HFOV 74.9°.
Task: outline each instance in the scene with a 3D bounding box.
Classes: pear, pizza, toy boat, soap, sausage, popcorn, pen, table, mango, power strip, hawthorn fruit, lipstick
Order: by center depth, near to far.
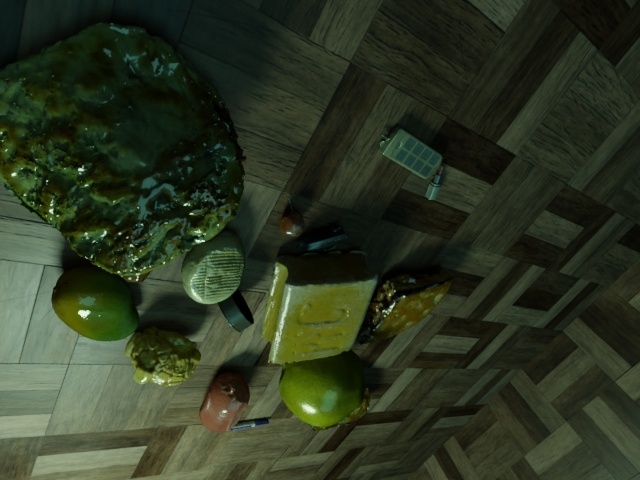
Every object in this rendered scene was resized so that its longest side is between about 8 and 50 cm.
[{"bbox_3d":[-0.517,0.155,0.980,0.156,0.114,0.251,-26,148,-19],"label":"mango"},{"bbox_3d":[-0.072,-0.061,1.065,0.066,0.066,0.103,-5,103,-24],"label":"hawthorn fruit"},{"bbox_3d":[0.235,-0.229,1.090,0.226,0.029,0.080,19,117,-37],"label":"power strip"},{"bbox_3d":[-0.423,0.309,1.125,0.194,0.163,0.140,31,86,-14],"label":"popcorn"},{"bbox_3d":[-0.231,0.178,1.126,0.043,0.133,0.134,-30,135,-2],"label":"table"},{"bbox_3d":[0.000,0.000,1.148,0.141,0.055,0.060,-16,127,-15],"label":"toy boat"},{"bbox_3d":[0.332,-0.169,1.197,0.025,0.025,0.107,-2,122,-26],"label":"lipstick"},{"bbox_3d":[-0.011,0.198,1.249,0.293,0.156,0.335,0,126,-22],"label":"soap"},{"bbox_3d":[-0.317,0.543,1.394,0.148,0.148,0.255,1,129,-28],"label":"sausage"},{"bbox_3d":[0.003,0.470,1.411,0.294,0.294,0.295,-14,133,-16],"label":"pear"},{"bbox_3d":[0.275,0.220,1.440,0.409,0.114,0.277,-43,135,10],"label":"pizza"},{"bbox_3d":[-0.298,0.725,1.638,0.204,0.025,0.025,6,125,-31],"label":"pen"}]

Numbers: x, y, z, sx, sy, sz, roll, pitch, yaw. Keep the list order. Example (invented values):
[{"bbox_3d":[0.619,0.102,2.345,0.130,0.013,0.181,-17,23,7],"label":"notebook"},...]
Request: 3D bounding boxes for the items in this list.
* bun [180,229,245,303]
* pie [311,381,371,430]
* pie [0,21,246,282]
[{"bbox_3d":[-0.265,0.061,1.032,0.163,0.111,0.188,-6,121,-34],"label":"bun"},{"bbox_3d":[0.063,0.659,1.716,0.288,0.103,0.355,-28,131,-3],"label":"pie"},{"bbox_3d":[-0.345,-0.155,0.726,0.395,0.180,0.418,-38,113,0],"label":"pie"}]
